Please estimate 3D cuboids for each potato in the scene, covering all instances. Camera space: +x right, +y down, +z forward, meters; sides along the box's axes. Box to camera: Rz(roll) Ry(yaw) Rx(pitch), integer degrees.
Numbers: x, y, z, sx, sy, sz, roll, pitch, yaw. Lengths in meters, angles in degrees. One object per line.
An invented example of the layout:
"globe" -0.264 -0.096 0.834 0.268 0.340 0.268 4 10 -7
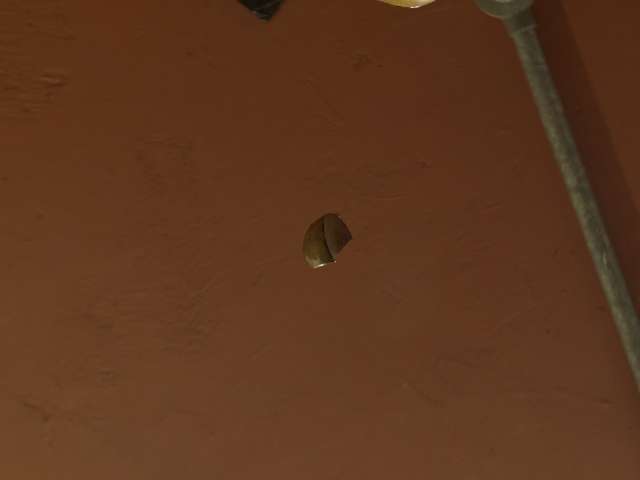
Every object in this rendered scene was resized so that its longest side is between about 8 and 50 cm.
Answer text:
"potato" -0.001 -0.001 0.798 0.036 0.093 0.037 -26 -84 16

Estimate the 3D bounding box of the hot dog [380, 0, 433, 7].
"hot dog" -0.018 -0.320 0.840 0.337 0.100 0.135 11 -109 -21
